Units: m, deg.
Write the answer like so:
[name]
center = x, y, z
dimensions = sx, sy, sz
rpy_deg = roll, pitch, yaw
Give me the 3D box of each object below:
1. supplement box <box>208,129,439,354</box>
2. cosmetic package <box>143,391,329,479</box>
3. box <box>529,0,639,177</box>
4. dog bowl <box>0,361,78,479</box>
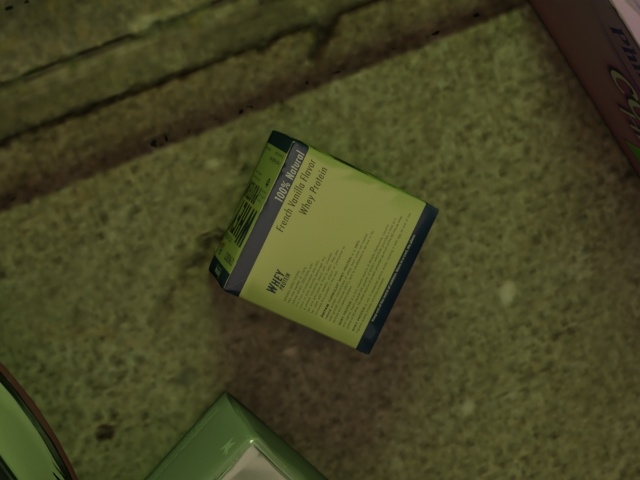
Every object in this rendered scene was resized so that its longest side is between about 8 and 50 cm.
[supplement box]
center = 0.000, 0.000, 0.792
dimensions = 0.083, 0.056, 0.083
rpy_deg = 24, 94, -15
[cosmetic package]
center = -0.001, 0.205, 0.805
dimensions = 0.127, 0.107, 0.238
rpy_deg = -45, 102, -1
[box]
center = 0.267, -0.114, 0.799
dimensions = 0.243, 0.117, 0.213
rpy_deg = -37, 105, -5
[dog bowl]
center = -0.274, 0.176, 0.670
dimensions = 0.408, 0.150, 0.407
rpy_deg = 1, 103, 6
